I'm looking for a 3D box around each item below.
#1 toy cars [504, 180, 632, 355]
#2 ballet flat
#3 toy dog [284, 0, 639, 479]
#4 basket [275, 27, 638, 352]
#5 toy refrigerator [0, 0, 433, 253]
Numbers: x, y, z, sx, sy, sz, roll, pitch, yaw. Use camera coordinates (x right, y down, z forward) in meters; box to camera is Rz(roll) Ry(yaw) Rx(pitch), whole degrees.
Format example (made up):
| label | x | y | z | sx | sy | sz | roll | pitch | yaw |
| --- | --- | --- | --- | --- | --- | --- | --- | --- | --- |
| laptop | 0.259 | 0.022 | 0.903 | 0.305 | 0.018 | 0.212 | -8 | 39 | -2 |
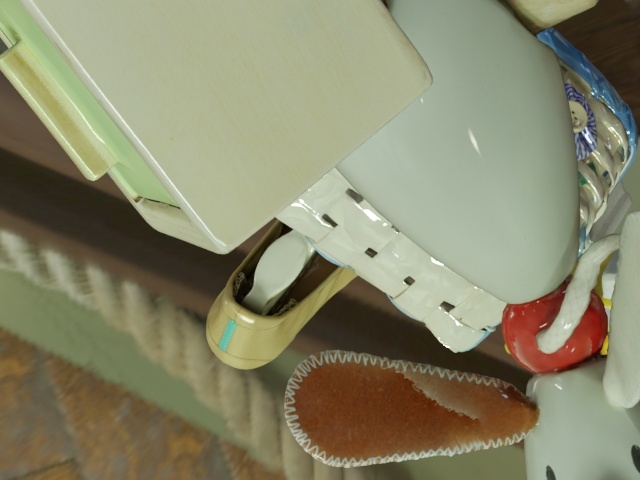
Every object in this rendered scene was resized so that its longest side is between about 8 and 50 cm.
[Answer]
| label | x | y | z | sx | sy | sz | roll | pitch | yaw |
| --- | --- | --- | --- | --- | --- | --- | --- | --- | --- |
| toy cars | 0.190 | -0.003 | 1.502 | 0.176 | 0.393 | 0.087 | -21 | 123 | -13 |
| ballet flat | 0.000 | 0.000 | 1.426 | 0.080 | 0.073 | 0.232 | 29 | 56 | 11 |
| toy dog | 0.066 | -0.008 | 0.762 | 0.333 | 0.161 | 0.220 | 47 | 111 | 0 |
| basket | 0.098 | -0.083 | 1.341 | 0.255 | 0.289 | 0.201 | 35 | 123 | -13 |
| toy refrigerator | -0.092 | -0.126 | 0.580 | 0.094 | 0.102 | 0.269 | -41 | 106 | -10 |
